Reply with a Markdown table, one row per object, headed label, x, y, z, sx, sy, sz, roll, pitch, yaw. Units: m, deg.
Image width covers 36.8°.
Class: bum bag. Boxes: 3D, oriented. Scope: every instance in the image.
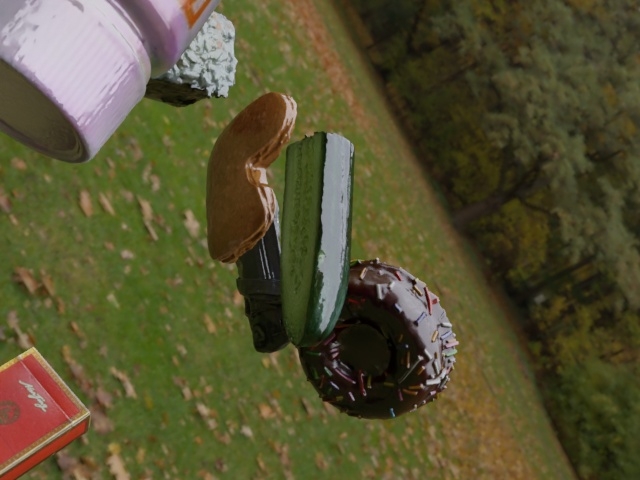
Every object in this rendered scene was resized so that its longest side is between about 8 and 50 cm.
| label | x | y | z | sx | sy | sz | roll | pitch | yaw |
| --- | --- | --- | --- | --- | --- | --- | --- | --- | --- |
| bum bag | -0.088 | 0.057 | 1.557 | 0.060 | 0.123 | 0.249 | 13 | 57 | -42 |

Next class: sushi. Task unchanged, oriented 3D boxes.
| label | x | y | z | sx | sy | sz | roll | pitch | yaw |
| --- | --- | --- | --- | --- | --- | --- | --- | --- | --- |
| sushi | -0.217 | -0.254 | 1.239 | 0.225 | 0.126 | 0.136 | 12 | 76 | -39 |

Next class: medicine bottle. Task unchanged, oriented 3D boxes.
| label | x | y | z | sx | sy | sz | roll | pitch | yaw |
| --- | --- | --- | --- | --- | --- | --- | --- | --- | --- |
| medicine bottle | -0.195 | -0.282 | 0.930 | 0.219 | 0.388 | 0.219 | 29 | -20 | 11 |

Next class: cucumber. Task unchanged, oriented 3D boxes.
| label | x | y | z | sx | sy | sz | roll | pitch | yaw |
| --- | --- | --- | --- | --- | --- | --- | --- | --- | --- |
| cucumber | 0.000 | 0.000 | 1.054 | 0.115 | 0.063 | 0.244 | 152 | -54 | -63 |

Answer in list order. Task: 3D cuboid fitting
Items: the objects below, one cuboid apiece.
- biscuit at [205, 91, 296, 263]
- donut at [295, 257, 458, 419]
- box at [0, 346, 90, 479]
| label | x | y | z | sx | sy | sz | roll | pitch | yaw |
| --- | --- | --- | --- | --- | --- | --- | --- | --- | --- |
| biscuit | -0.091 | -0.083 | 1.215 | 0.036 | 0.186 | 0.192 | 15 | 59 | -35 |
| donut | 0.069 | 0.143 | 1.318 | 0.235 | 0.235 | 0.089 | 61 | 29 | -2 |
| box | -0.490 | 0.286 | 1.452 | 0.153 | 0.239 | 0.074 | 41 | -38 | 21 |
